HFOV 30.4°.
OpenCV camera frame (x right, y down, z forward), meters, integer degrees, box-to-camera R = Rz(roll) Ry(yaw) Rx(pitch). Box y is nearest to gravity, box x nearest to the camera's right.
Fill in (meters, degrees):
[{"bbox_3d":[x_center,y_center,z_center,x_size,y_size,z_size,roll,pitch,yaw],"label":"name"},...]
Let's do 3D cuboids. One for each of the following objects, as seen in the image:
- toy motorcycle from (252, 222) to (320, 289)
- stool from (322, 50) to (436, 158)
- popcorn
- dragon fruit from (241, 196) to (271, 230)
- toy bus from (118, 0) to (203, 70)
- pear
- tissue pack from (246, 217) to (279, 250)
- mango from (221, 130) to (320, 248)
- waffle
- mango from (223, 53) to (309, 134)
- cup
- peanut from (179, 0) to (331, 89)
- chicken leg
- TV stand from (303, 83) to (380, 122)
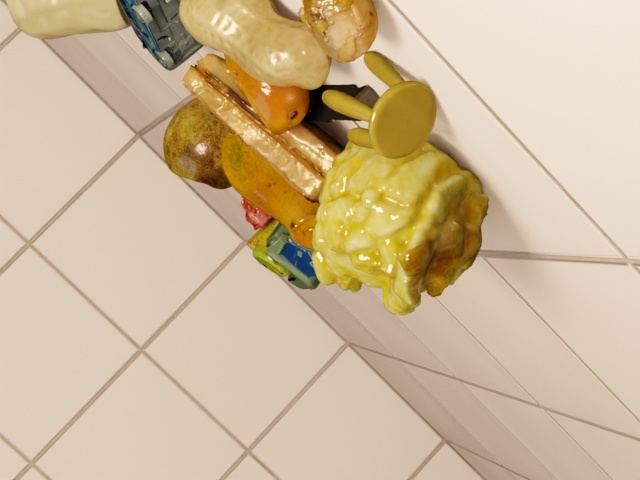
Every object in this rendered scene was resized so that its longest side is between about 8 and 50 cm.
[{"bbox_3d":[0.000,0.000,2.461,0.200,0.191,0.326,37,169,-9],"label":"toy motorcycle"},{"bbox_3d":[0.085,-0.181,1.606,0.110,0.134,0.135,35,122,46],"label":"stool"},{"bbox_3d":[0.119,-0.023,1.738,0.237,0.293,0.293,15,156,31],"label":"popcorn"},{"bbox_3d":[-0.131,-0.113,2.598,0.111,0.153,0.153,43,170,-12],"label":"dragon fruit"},{"bbox_3d":[-0.284,-0.414,2.057,0.134,0.113,0.246,44,169,22],"label":"toy bus"},{"bbox_3d":[-0.236,-0.213,2.525,0.197,0.197,0.197,42,170,9],"label":"pear"},{"bbox_3d":[-0.071,-0.023,2.650,0.095,0.176,0.062,46,168,-12],"label":"tissue pack"},{"bbox_3d":[-0.059,-0.110,2.240,0.359,0.187,0.144,43,134,31],"label":"mango"},{"bbox_3d":[-0.076,-0.195,2.055,0.328,0.098,0.224,43,-172,13],"label":"waffle"},{"bbox_3d":[-0.090,-0.278,1.878,0.217,0.102,0.141,59,177,4],"label":"mango"},{"bbox_3d":[-0.462,-0.484,2.111,0.255,0.202,0.173,77,-169,-52],"label":"cup"},{"bbox_3d":[-0.092,-0.313,1.750,0.275,0.125,0.111,33,-155,21],"label":"peanut"},{"bbox_3d":[0.004,-0.319,1.457,0.207,0.085,0.101,60,174,-32],"label":"chicken leg"},{"bbox_3d":[0.022,-0.217,1.865,0.040,0.049,0.256,49,169,-19],"label":"TV stand"}]
